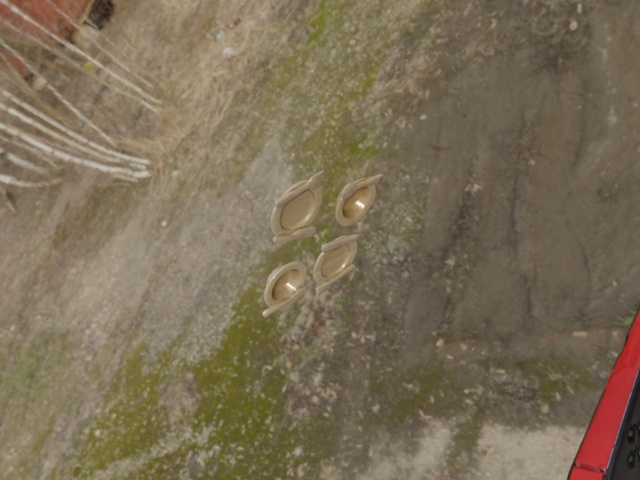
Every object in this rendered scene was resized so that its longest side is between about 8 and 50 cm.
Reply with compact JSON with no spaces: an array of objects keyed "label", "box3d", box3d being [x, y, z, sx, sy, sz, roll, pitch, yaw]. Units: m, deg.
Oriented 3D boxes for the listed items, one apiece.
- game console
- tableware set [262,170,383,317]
[{"label":"game console","box3d":[0.458,0.300,0.810,0.060,0.387,0.342,6,52,50]},{"label":"tableware set","box3d":[0.000,0.000,0.621,0.020,0.141,0.169,39,133,32]}]
